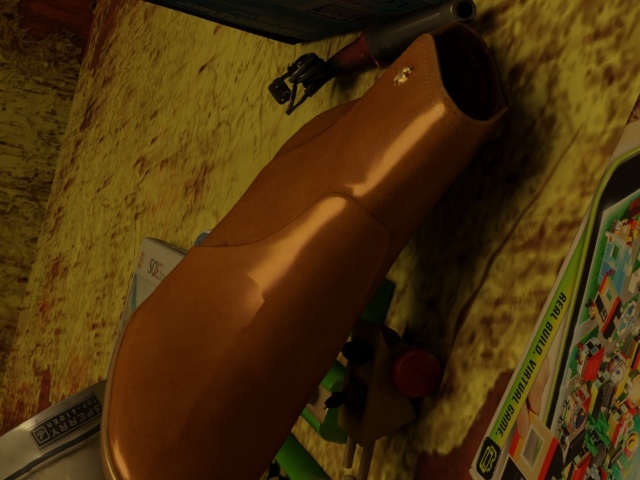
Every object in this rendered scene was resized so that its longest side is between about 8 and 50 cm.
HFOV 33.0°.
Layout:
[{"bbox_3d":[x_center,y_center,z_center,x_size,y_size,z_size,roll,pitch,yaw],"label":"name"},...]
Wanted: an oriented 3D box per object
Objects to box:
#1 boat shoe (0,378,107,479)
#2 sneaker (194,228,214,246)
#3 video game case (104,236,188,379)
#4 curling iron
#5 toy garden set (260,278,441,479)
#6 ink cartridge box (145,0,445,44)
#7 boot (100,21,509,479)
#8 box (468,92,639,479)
[{"bbox_3d":[-0.204,0.226,0.941,0.156,0.136,0.367,60,154,4],"label":"boat shoe"},{"bbox_3d":[-0.112,0.082,0.938,0.080,0.081,0.211,138,142,-56],"label":"sneaker"},{"bbox_3d":[-0.191,0.169,1.151,0.300,0.036,0.328,-165,90,-70],"label":"video game case"},{"bbox_3d":[0.035,-0.129,0.762,0.068,0.035,0.274,-42,16,-20],"label":"curling iron"},{"bbox_3d":[-0.012,0.136,0.688,0.204,0.049,0.244,-152,78,-69],"label":"toy garden set"},{"bbox_3d":[-0.081,-0.261,0.829,0.395,0.270,0.151,-159,83,-70],"label":"ink cartridge box"},{"bbox_3d":[0.001,0.000,0.570,0.211,0.104,0.295,-42,16,36],"label":"boot"},{"bbox_3d":[0.117,0.025,0.342,0.114,0.036,0.207,-116,43,-64],"label":"box"}]
